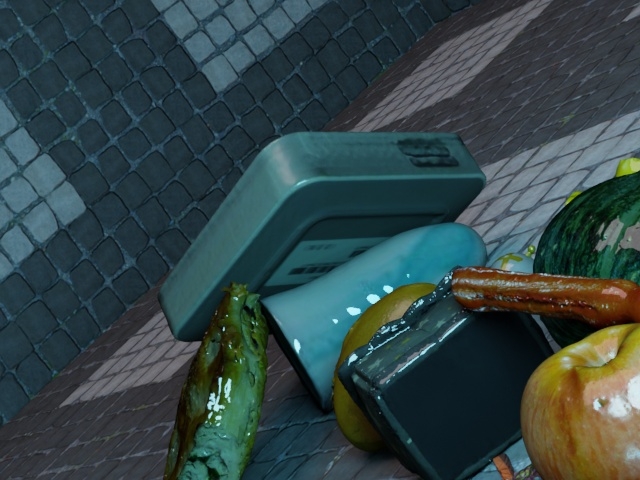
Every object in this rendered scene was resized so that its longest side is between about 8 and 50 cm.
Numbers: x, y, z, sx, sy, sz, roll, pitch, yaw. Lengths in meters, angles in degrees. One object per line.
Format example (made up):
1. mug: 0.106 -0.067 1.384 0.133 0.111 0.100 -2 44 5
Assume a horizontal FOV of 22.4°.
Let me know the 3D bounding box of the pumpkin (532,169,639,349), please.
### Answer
1. pumpkin: 0.353 0.023 1.705 0.263 0.197 0.293 -38 14 -18

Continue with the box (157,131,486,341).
1. box: 0.001 0.001 2.355 0.396 0.111 0.396 -3 -36 -41

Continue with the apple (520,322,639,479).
1. apple: 0.283 0.160 1.456 0.209 0.164 0.209 -32 13 8

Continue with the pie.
1. pie: -0.143 0.234 2.211 0.288 0.103 0.355 -85 13 -60

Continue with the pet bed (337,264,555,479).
1. pet bed: 0.149 0.152 1.826 0.211 0.183 0.159 -39 20 -7

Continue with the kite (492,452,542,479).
1. kite: 0.195 0.261 1.683 0.232 0.009 0.189 -35 12 7

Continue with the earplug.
1. earplug: 0.095 0.085 2.299 0.324 0.185 0.185 -30 11 -9

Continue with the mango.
1. mango: 0.104 0.157 2.010 0.236 0.166 0.136 -55 -33 6

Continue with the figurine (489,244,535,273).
1. figurine: 0.232 0.066 2.159 0.143 0.068 0.101 -24 23 20

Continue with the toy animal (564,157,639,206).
1. toy animal: 0.375 -0.021 1.932 0.230 0.156 0.156 -27 15 33

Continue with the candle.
1. candle: 0.239 0.058 1.615 0.329 0.048 0.051 3 73 55
